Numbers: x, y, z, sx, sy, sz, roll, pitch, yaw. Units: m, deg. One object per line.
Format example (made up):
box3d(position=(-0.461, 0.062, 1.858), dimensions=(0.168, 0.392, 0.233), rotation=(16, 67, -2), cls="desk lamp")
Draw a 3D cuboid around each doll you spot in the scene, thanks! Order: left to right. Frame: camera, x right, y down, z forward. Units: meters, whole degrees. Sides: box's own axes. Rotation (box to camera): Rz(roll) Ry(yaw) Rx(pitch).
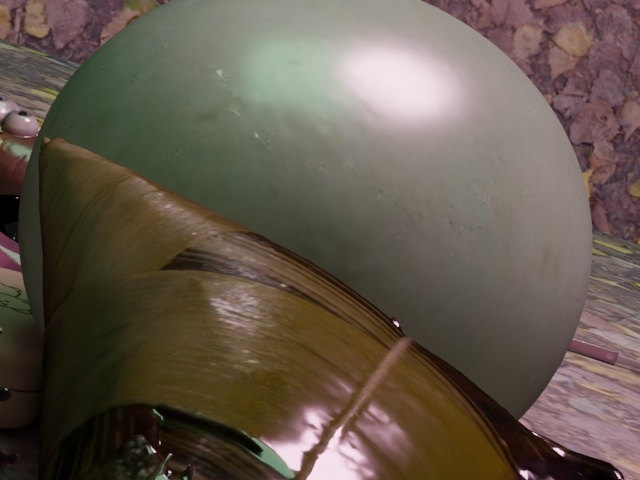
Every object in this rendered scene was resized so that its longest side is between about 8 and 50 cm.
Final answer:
box3d(position=(-0.262, -0.061, 1.591), dimensions=(0.145, 0.096, 0.188), rotation=(12, 17, 8), cls="doll")

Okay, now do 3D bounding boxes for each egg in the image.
box3d(position=(0.000, 0.000, 1.060), dimensions=(0.276, 0.276, 0.389), rotation=(22, 7, 24), cls="egg")

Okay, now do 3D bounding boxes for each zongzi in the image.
box3d(position=(-0.075, 0.068, 0.664), dimensions=(0.317, 0.154, 0.289), rotation=(41, 18, 22), cls="zongzi")

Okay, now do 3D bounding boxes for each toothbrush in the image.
box3d(position=(0.266, 0.107, 1.925), dimensions=(0.194, 0.014, 0.017), rotation=(18, 8, -2), cls="toothbrush")

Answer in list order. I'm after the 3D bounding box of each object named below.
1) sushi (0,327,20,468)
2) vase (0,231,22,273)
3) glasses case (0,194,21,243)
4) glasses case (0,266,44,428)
box3d(position=(-0.171, 0.053, 0.706), dimensions=(0.107, 0.161, 0.241), rotation=(18, 8, 7), cls="sushi")
box3d(position=(-0.235, 0.005, 1.228), dimensions=(0.214, 0.086, 0.086), rotation=(24, 8, 4), cls="vase")
box3d(position=(-0.110, 0.025, 1.379), dimensions=(0.314, 0.075, 0.122), rotation=(14, 7, -33), cls="glasses case")
box3d(position=(-0.178, 0.055, 1.095), dimensions=(0.083, 0.050, 0.196), rotation=(16, 8, -3), cls="glasses case")
